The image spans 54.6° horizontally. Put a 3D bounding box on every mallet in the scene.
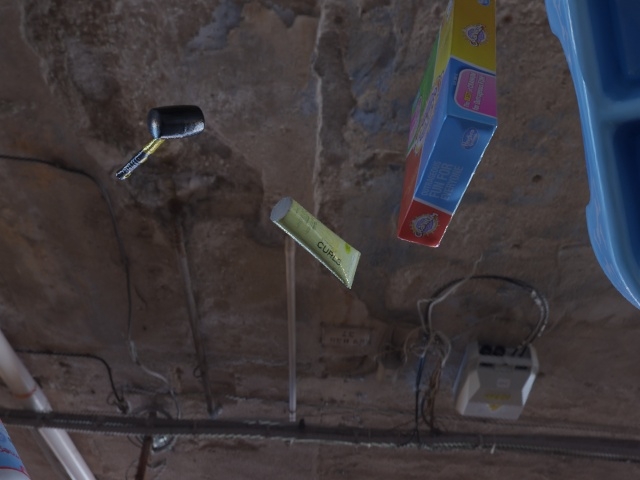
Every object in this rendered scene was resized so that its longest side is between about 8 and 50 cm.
[{"bbox_3d":[-0.220,-0.115,0.773,0.062,0.190,0.039,-14,-98,-49],"label":"mallet"}]

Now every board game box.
[{"bbox_3d":[0.187,-0.187,0.915,0.064,0.242,0.316,13,-130,-1],"label":"board game box"}]

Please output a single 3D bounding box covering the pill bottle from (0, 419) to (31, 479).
[{"bbox_3d":[-0.309,0.222,0.552,0.087,0.087,0.160,-32,-137,-27],"label":"pill bottle"}]

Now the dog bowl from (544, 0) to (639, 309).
[{"bbox_3d":[0.208,-0.077,0.310,0.166,0.297,0.074,-10,-171,27],"label":"dog bowl"}]

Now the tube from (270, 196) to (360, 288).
[{"bbox_3d":[0.000,0.000,1.284,0.070,0.240,0.062,-47,-148,4],"label":"tube"}]
